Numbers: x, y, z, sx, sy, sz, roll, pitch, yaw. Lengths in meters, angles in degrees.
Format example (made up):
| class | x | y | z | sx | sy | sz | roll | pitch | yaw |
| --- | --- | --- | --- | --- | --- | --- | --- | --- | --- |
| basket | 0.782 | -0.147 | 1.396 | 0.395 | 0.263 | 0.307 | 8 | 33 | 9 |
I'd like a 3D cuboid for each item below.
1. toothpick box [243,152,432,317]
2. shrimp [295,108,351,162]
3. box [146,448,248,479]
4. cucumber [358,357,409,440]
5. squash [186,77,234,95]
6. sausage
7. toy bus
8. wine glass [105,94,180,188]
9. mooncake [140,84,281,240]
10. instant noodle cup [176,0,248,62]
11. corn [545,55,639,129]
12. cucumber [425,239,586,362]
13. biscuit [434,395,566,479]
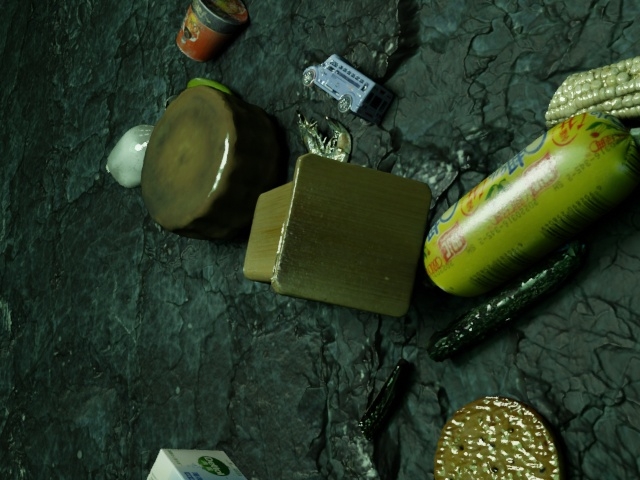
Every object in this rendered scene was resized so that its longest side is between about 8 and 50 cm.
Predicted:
| class | x | y | z | sx | sy | sz | roll | pitch | yaw |
| --- | --- | --- | --- | --- | --- | --- | --- | --- | --- |
| toothpick box | 0.000 | 0.000 | 1.112 | 0.308 | 0.190 | 0.187 | 173 | 107 | -72 |
| shrimp | 0.006 | -0.180 | 1.334 | 0.091 | 0.034 | 0.161 | -38 | 59 | 18 |
| box | -0.180 | 0.430 | 1.254 | 0.194 | 0.139 | 0.073 | 32 | 100 | 46 |
| cucumber | 0.095 | 0.234 | 1.106 | 0.034 | 0.033 | 0.134 | 34 | 106 | 7 |
| squash | -0.234 | -0.306 | 1.600 | 0.201 | 0.066 | 0.066 | 37 | 105 | 53 |
| sausage | 0.255 | -0.037 | 0.953 | 0.347 | 0.123 | 0.123 | -40 | 52 | 32 |
| toy bus | 0.045 | -0.261 | 1.285 | 0.167 | 0.073 | 0.076 | 45 | 107 | 40 |
| wine glass | -0.360 | -0.210 | 1.654 | 0.241 | 0.126 | 0.126 | -29 | 58 | 34 |
| mooncake | -0.207 | -0.140 | 1.446 | 0.290 | 0.161 | 0.290 | -14 | 70 | 42 |
| instant noodle cup | -0.241 | -0.459 | 1.619 | 0.135 | 0.127 | 0.127 | -46 | 49 | 37 |
| corn | 0.369 | -0.182 | 0.913 | 0.211 | 0.087 | 0.087 | 2 | 79 | 48 |
| cucumber | 0.241 | 0.084 | 0.990 | 0.257 | 0.044 | 0.043 | -41 | 8 | 28 |
| biscuit | 0.224 | 0.291 | 0.957 | 0.188 | 0.027 | 0.187 | -18 | 64 | 41 |
